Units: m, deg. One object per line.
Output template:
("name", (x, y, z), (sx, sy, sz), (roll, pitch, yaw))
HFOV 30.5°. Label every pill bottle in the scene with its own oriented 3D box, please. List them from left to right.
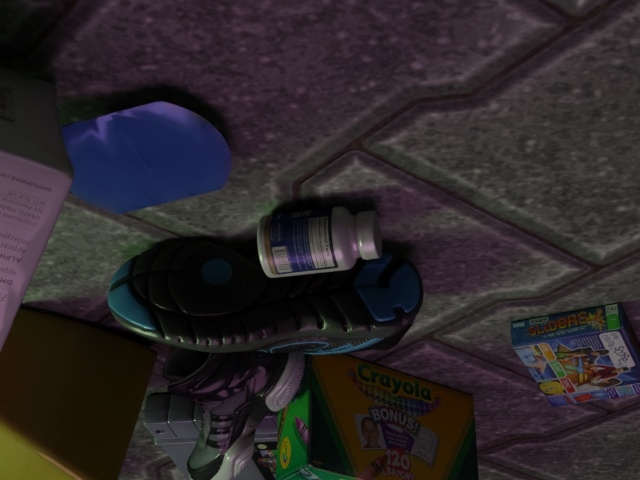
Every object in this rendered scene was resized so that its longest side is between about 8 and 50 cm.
("pill bottle", (0.000, 0.000, 1.209), (0.120, 0.067, 0.067), (-7, 148, 13))

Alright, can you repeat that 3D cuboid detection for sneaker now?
("sneaker", (-0.141, 0.203, 1.491), (0.153, 0.101, 0.269), (22, 123, -21))
("sneaker", (-0.062, 0.084, 1.296), (0.340, 0.125, 0.140), (4, 153, 0))

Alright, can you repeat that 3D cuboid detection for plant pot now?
("plant pot", (-0.358, 0.206, 1.444), (0.187, 0.212, 0.212), (38, 135, -27))

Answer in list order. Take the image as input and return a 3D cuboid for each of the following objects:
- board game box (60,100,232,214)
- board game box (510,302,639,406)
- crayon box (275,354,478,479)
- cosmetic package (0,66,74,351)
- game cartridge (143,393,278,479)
("board game box", (-0.169, -0.088, 1.107), (0.168, 0.033, 0.133), (-13, 141, 13))
("board game box", (0.332, 0.148, 1.473), (0.136, 0.035, 0.201), (-12, 146, 20))
("crayon box", (0.077, 0.257, 1.535), (0.278, 0.165, 0.081), (20, 144, -29))
("cosmetic package", (-0.354, 0.048, 0.990), (0.156, 0.217, 0.385), (17, 111, -24))
("game cartridge", (-0.104, 0.317, 1.744), (0.230, 0.068, 0.355), (-1, 149, 11))
